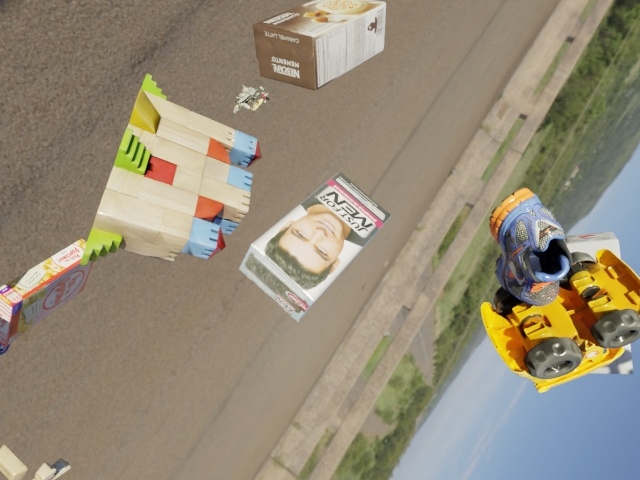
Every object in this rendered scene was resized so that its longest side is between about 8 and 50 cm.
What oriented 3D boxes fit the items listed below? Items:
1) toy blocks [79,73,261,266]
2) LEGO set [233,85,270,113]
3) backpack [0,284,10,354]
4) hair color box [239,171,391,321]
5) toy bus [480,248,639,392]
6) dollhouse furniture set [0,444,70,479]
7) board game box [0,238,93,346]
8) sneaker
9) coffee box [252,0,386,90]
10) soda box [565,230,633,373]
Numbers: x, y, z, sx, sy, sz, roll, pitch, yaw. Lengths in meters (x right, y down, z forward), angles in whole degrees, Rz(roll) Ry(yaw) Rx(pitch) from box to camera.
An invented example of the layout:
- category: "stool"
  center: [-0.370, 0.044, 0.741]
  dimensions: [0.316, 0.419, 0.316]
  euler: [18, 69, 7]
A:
- category: "toy blocks"
  center: [-0.251, -0.104, 0.846]
  dimensions: [0.191, 0.261, 0.381]
  euler: [-41, -142, 46]
- category: "LEGO set"
  center: [-0.100, -0.203, 0.626]
  dimensions: [0.054, 0.083, 0.023]
  euler: [-53, 126, -20]
- category: "backpack"
  center: [-0.759, 0.191, 1.005]
  dimensions: [0.117, 0.158, 0.173]
  euler: [8, 148, -27]
- category: "hair color box"
  center: [0.000, 0.000, 1.098]
  dimensions: [0.374, 0.185, 0.113]
  euler: [-44, 173, -41]
- category: "toy bus"
  center: [0.407, 0.149, 0.717]
  dimensions: [0.220, 0.149, 0.211]
  euler: [-33, 127, 19]
- category: "dollhouse furniture set"
  center: [-0.503, 0.383, 0.795]
  dimensions: [0.091, 0.114, 0.081]
  euler: [-57, 169, 21]
- category: "board game box"
  center: [-0.543, 0.098, 0.879]
  dimensions: [0.146, 0.045, 0.193]
  euler: [-51, -178, 37]
- category: "sneaker"
  center: [0.285, 0.033, 0.593]
  dimensions: [0.083, 0.087, 0.221]
  euler: [-35, 133, 6]
- category: "coffee box"
  center: [0.005, -0.394, 0.870]
  dimensions: [0.246, 0.141, 0.098]
  euler: [-43, 145, -36]
- category: "soda box"
  center: [0.581, 0.130, 0.939]
  dimensions: [0.091, 0.098, 0.286]
  euler: [-24, 104, -61]
